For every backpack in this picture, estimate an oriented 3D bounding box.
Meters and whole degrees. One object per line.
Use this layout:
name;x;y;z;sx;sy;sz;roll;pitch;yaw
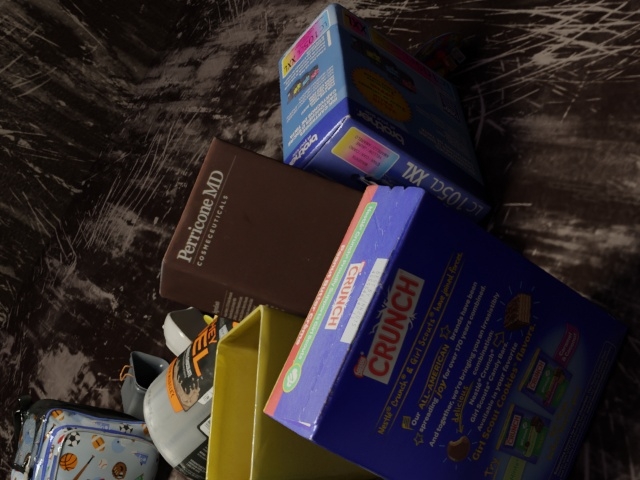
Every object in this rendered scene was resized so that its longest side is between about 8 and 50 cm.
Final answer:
backpack;-0.421;0.434;1.723;0.213;0.277;0.263;9;83;62

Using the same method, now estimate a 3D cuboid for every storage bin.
storage bin;-0.353;0.295;1.910;0.091;0.098;0.135;-62;26;16

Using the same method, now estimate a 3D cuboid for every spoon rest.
spoon rest;-0.243;0.174;1.825;0.084;0.137;0.276;-48;14;-6

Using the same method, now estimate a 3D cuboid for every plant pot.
plant pot;-0.021;0.218;1.205;0.212;0.187;0.212;138;138;-63

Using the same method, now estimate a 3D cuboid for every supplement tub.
supplement tub;-0.092;0.195;1.450;0.338;0.207;0.207;-45;30;23

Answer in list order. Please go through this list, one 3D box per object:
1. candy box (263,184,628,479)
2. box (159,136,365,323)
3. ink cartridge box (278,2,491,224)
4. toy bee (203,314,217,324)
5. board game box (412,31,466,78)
candy box;0.138;0.133;1.016;0.122;0.317;0.268;6;67;60
box;0.003;0.032;1.259;0.143;0.382;0.191;112;177;-66
ink cartridge box;0.089;-0.142;1.427;0.151;0.270;0.395;-45;30;30
toy bee;-0.145;0.125;1.661;0.195;0.162;0.298;-26;41;48
board game box;0.179;-0.278;1.623;0.169;0.133;0.033;-44;73;28
